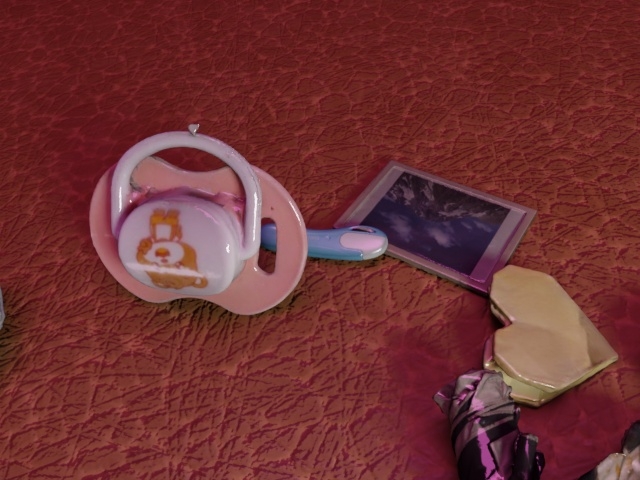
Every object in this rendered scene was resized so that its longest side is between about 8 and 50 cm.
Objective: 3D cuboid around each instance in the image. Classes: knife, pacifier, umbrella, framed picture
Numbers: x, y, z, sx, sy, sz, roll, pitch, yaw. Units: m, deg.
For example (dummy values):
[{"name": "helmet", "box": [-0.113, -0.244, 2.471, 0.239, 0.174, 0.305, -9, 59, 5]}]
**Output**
[{"name": "knife", "box": [0.000, 0.000, 0.943, 0.222, 0.031, 0.064, 5, 61, 17]}, {"name": "pacifier", "box": [-0.177, -0.014, 0.861, 0.332, 0.273, 0.220, 6, 76, 10]}, {"name": "umbrella", "box": [0.202, 0.305, 0.586, 0.106, 0.113, 0.357, -23, 47, 22]}, {"name": "framed picture", "box": [0.189, -0.031, 0.966, 0.281, 0.019, 0.209, 22, 53, 24]}]

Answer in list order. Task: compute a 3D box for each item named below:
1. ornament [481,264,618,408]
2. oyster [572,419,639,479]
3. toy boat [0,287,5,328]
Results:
[{"name": "ornament", "box": [0.311, 0.129, 0.778, 0.180, 0.059, 0.201, 15, 47, 4]}, {"name": "oyster", "box": [0.305, 0.260, 0.574, 0.345, 0.078, 0.128, -4, 61, -34]}, {"name": "toy boat", "box": [-0.519, 0.137, 0.789, 0.100, 0.199, 0.290, 31, 49, -11]}]
